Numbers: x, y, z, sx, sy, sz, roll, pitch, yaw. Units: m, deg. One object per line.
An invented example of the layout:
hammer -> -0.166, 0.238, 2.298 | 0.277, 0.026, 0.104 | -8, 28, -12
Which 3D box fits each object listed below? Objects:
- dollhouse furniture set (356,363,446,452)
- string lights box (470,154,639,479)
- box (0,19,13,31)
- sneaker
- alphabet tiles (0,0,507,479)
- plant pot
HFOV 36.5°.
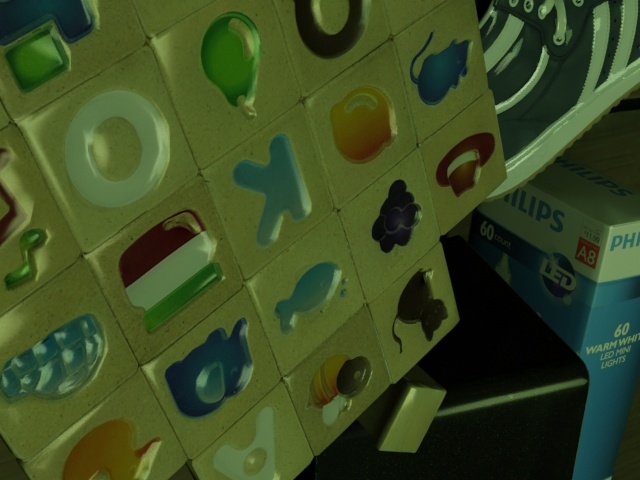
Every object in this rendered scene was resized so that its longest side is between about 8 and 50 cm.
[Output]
dollhouse furniture set -> 0.000, 0.000, 0.555 | 0.101, 0.182, 0.161 | 13, 106, -38
string lights box -> 0.174, 0.075, 0.746 | 0.077, 0.133, 0.260 | -10, 119, -29
box -> -0.282, 0.000, 0.343 | 0.343, 0.179, 0.312 | -53, 137, 3
sneaker -> 0.160, -0.165, 0.631 | 0.282, 0.099, 0.153 | -45, 133, -2
alphabet tiles -> -0.029, -0.043, 0.391 | 0.285, 0.011, 0.342 | -40, 130, -28
plant pot -> 0.054, 0.129, 0.673 | 0.167, 0.188, 0.187 | -9, 120, -17
